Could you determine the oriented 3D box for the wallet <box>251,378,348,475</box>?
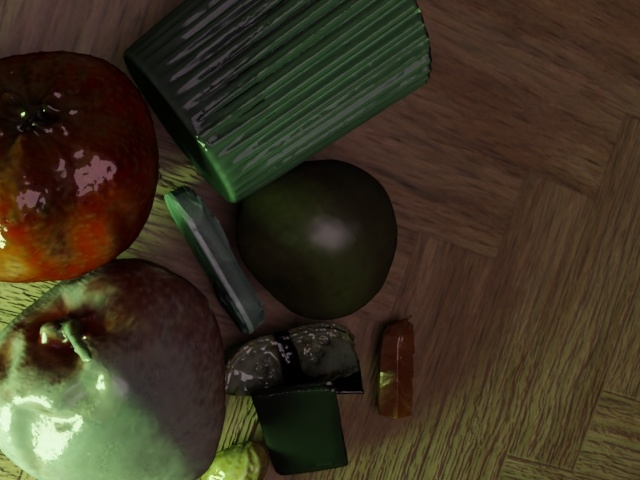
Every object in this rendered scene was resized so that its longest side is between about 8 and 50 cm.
[{"bbox_3d":[-0.027,0.296,1.406,0.124,0.025,0.244,-8,138,1],"label":"wallet"}]

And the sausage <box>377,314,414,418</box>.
[{"bbox_3d":[0.128,0.208,1.521,0.065,0.065,0.169,-3,101,-23],"label":"sausage"}]

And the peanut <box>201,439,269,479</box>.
[{"bbox_3d":[-0.157,0.391,1.420,0.089,0.089,0.193,39,82,-24],"label":"peanut"}]

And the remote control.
[{"bbox_3d":[-0.154,0.030,1.344,0.052,0.104,0.247,-32,111,-14],"label":"remote control"}]

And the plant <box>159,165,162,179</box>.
[{"bbox_3d":[-0.285,-0.111,1.291,0.122,0.104,0.117,-18,70,8],"label":"plant"}]

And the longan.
[{"bbox_3d":[0.000,0.000,1.346,0.246,0.215,0.246,0,97,3],"label":"longan"}]

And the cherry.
[{"bbox_3d":[-0.281,0.199,1.219,0.326,0.291,0.335,-22,123,-37],"label":"cherry"}]

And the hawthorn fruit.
[{"bbox_3d":[-0.336,-0.071,1.141,0.287,0.330,0.287,3,64,-6],"label":"hawthorn fruit"}]

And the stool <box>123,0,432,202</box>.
[{"bbox_3d":[-0.064,-0.246,1.243,0.330,0.297,0.297,-37,111,-9],"label":"stool"}]

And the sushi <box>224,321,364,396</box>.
[{"bbox_3d":[-0.066,0.182,1.416,0.272,0.134,0.109,0,85,-9],"label":"sushi"}]
